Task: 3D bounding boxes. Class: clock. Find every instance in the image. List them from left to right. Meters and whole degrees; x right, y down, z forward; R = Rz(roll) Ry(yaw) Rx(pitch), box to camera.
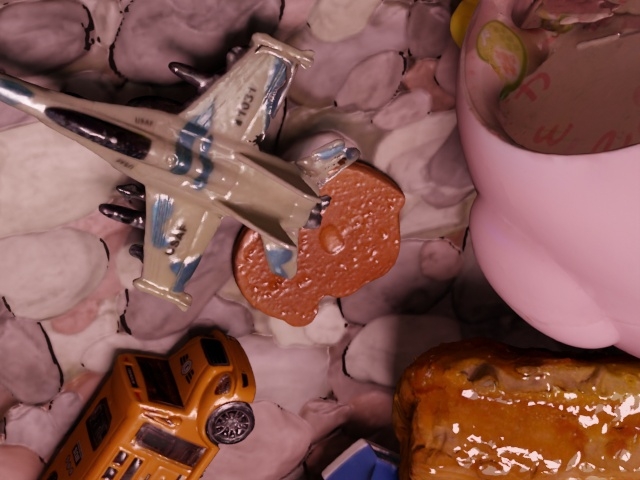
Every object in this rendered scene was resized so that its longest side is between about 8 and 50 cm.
[{"bbox_3d":[0.278,-0.058,1.104,0.368,0.376,0.250,-43,125,-2],"label":"clock"}]

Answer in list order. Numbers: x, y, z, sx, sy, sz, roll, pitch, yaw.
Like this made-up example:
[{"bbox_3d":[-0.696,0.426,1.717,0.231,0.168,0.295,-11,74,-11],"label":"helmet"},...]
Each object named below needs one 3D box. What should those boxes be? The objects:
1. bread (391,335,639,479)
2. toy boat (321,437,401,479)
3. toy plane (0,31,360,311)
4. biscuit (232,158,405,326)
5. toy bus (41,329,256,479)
[{"bbox_3d":[0.238,0.124,1.237,0.380,0.109,0.185,1,158,-3],"label":"bread"},{"bbox_3d":[0.087,0.247,1.394,0.295,0.088,0.129,30,105,-41],"label":"toy boat"},{"bbox_3d":[-0.106,-0.063,1.159,0.262,0.088,0.192,24,103,-17],"label":"toy plane"},{"bbox_3d":[0.000,0.000,1.259,0.130,0.019,0.102,-39,122,5],"label":"biscuit"},{"bbox_3d":[-0.125,0.146,1.260,0.088,0.083,0.194,26,108,-27],"label":"toy bus"}]
